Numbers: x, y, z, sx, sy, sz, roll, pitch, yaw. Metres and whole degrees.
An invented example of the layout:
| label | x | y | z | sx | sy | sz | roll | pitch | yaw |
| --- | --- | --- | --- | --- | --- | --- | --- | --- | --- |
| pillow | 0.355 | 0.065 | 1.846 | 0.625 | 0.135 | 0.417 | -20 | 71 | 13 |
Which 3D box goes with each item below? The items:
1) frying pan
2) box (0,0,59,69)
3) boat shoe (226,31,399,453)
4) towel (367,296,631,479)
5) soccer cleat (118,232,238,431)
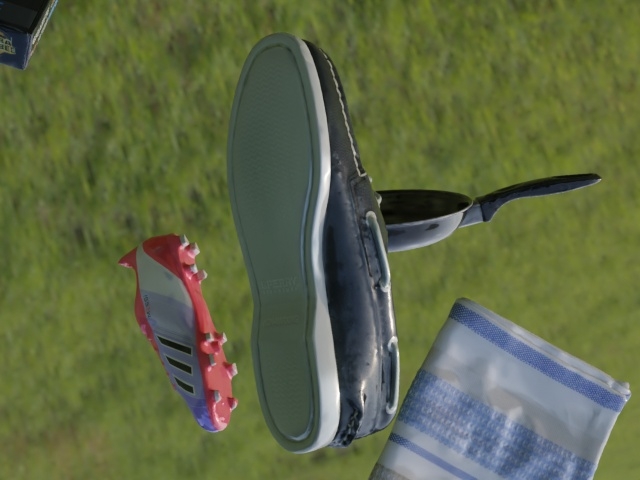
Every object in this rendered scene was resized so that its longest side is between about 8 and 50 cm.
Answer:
| label | x | y | z | sx | sy | sz | roll | pitch | yaw |
| --- | --- | --- | --- | --- | --- | --- | --- | --- | --- |
| frying pan | 0.122 | -0.035 | 1.590 | 0.326 | 0.053 | 0.197 | -10 | -167 | -28 |
| box | -0.387 | -0.276 | 1.518 | 0.220 | 0.175 | 0.051 | 17 | 132 | -4 |
| boat shoe | 0.000 | 0.000 | 1.060 | 0.091 | 0.302 | 0.114 | -7 | -171 | -38 |
| towel | 0.153 | 0.217 | 1.330 | 0.209 | 0.285 | 0.034 | 30 | 169 | -17 |
| soccer cleat | -0.163 | 0.109 | 1.657 | 0.095 | 0.248 | 0.083 | -21 | 159 | 13 |
